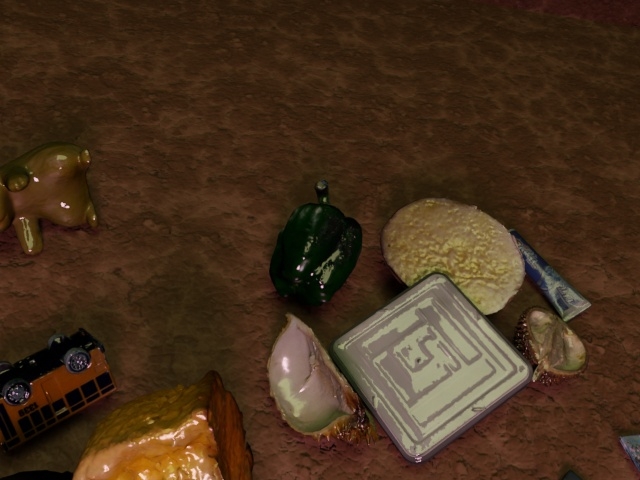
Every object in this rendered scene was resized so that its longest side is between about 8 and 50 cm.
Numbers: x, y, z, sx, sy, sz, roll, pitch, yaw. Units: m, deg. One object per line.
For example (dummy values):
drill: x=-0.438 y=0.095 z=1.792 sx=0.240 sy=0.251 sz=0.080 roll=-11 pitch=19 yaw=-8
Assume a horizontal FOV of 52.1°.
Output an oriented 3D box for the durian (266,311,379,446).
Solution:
durian: x=-0.003 y=0.242 z=1.082 sx=0.144 sy=0.139 sz=0.252 roll=-17 pitch=53 yaw=-21

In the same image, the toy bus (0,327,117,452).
toy bus: x=-0.432 y=0.231 z=1.013 sx=0.201 sy=0.114 sz=0.098 roll=-28 pitch=29 yaw=-33

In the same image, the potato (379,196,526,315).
potato: x=0.267 y=0.044 z=1.328 sx=0.299 sy=0.116 sz=0.239 roll=34 pitch=73 yaw=23

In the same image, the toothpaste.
toothpaste: x=0.469 y=0.061 z=1.426 sx=0.069 sy=0.047 sz=0.268 roll=-11 pitch=52 yaw=-38

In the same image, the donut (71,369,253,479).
donut: x=-0.164 y=0.389 z=0.765 sx=0.163 sy=0.378 sz=0.435 roll=-8 pitch=65 yaw=-1

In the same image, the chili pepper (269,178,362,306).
chili pepper: x=0.000 y=0.000 z=1.288 sx=0.165 sy=0.174 sz=0.261 roll=22 pitch=52 yaw=3

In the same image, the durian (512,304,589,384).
durian: x=0.415 y=0.213 z=1.231 sx=0.148 sy=0.091 sz=0.188 roll=38 pitch=38 yaw=6

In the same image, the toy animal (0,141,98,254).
toy animal: x=-0.596 y=-0.070 z=1.230 sx=0.363 sy=0.181 sz=0.180 roll=-28 pitch=50 yaw=-34

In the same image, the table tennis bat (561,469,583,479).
table tennis bat: x=0.520 y=0.483 z=1.048 sx=0.301 sy=0.022 sz=0.173 roll=39 pitch=49 yaw=21

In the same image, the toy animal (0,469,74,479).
toy animal: x=-0.352 y=0.428 z=0.779 sx=0.212 sy=0.213 sz=0.267 roll=-2 pitch=41 yaw=-14

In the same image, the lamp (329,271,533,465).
lamp: x=0.188 y=0.215 z=1.154 sx=0.269 sy=0.047 sz=0.266 roll=-33 pitch=58 yaw=-11

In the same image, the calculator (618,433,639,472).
calculator: x=0.579 y=0.409 z=1.122 sx=0.057 sy=0.018 sz=0.172 roll=1 pitch=43 yaw=-20
